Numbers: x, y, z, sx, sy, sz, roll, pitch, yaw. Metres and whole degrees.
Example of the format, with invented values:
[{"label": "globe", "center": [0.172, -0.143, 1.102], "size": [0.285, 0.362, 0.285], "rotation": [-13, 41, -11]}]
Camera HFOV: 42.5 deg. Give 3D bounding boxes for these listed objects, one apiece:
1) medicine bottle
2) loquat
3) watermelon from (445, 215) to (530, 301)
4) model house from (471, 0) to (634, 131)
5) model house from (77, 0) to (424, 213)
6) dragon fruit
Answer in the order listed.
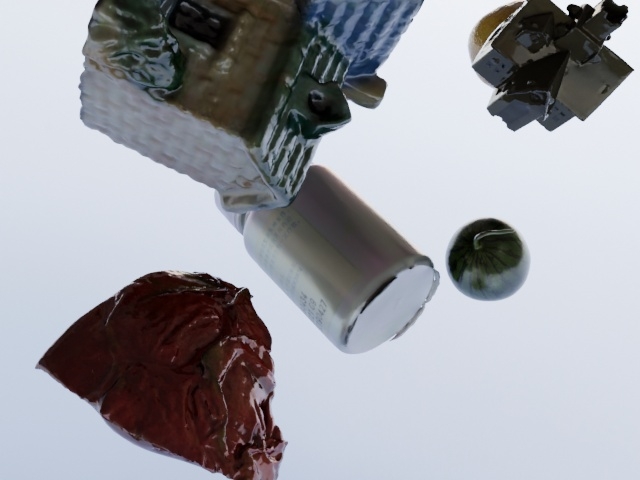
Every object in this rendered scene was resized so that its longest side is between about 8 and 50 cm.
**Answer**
[{"label": "medicine bottle", "center": [0.000, 0.000, 1.398], "size": [0.214, 0.213, 0.378], "rotation": [-28, -121, -29]}, {"label": "loquat", "center": [0.434, -0.433, 1.835], "size": [0.208, 0.208, 0.208], "rotation": [-1, -140, 1]}, {"label": "watermelon", "center": [0.270, 0.022, 1.342], "size": [0.141, 0.187, 0.140], "rotation": [-10, -117, 20]}, {"label": "model house", "center": [0.395, -0.302, 1.348], "size": [0.211, 0.243, 0.204], "rotation": [36, -116, -9]}, {"label": "model house", "center": [-0.068, -0.294, 1.186], "size": [0.400, 0.395, 0.445], "rotation": [29, -115, -9]}, {"label": "dragon fruit", "center": [-0.163, 0.209, 1.148], "size": [0.330, 0.240, 0.302], "rotation": [43, -113, 15]}]
